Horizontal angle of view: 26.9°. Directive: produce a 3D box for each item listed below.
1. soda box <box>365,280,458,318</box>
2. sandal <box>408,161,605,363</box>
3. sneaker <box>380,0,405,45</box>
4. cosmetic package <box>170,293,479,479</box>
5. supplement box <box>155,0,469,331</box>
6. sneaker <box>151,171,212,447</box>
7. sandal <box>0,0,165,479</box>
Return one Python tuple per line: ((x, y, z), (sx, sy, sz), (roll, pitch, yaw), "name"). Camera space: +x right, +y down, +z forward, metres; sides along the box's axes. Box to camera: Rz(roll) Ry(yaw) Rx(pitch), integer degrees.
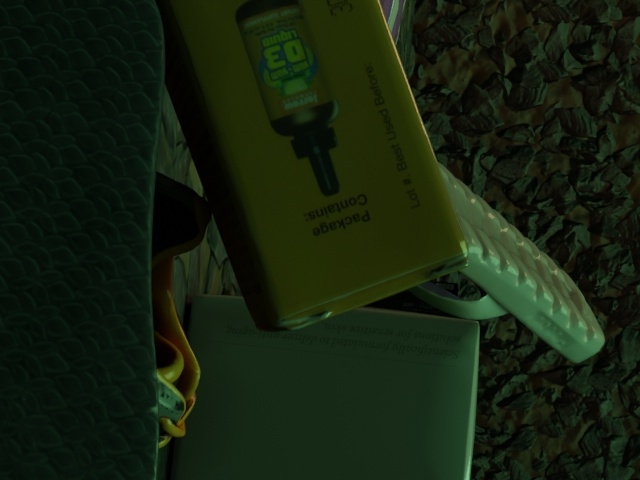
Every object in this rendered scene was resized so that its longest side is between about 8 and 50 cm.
((0.047, 0.071, 1.299), (0.053, 0.169, 0.060), (-77, 171, -53), "soda box")
((0.104, 0.007, 1.214), (0.102, 0.416, 0.169), (-44, -154, 17), "sandal")
((0.046, -0.281, 1.304), (0.161, 0.102, 0.282), (-10, 106, -80), "sneaker")
((0.021, 0.127, 1.019), (0.365, 0.197, 0.155), (46, 50, -83), "cosmetic package")
((-0.025, -0.086, 0.495), (0.080, 0.078, 0.233), (151, -80, -76), "supplement box")
((-0.087, 0.068, 0.509), (0.084, 0.083, 0.214), (-73, 168, -66), "sneaker")
((-0.094, 0.029, 0.411), (0.054, 0.097, 0.254), (142, -39, -61), "sandal")
